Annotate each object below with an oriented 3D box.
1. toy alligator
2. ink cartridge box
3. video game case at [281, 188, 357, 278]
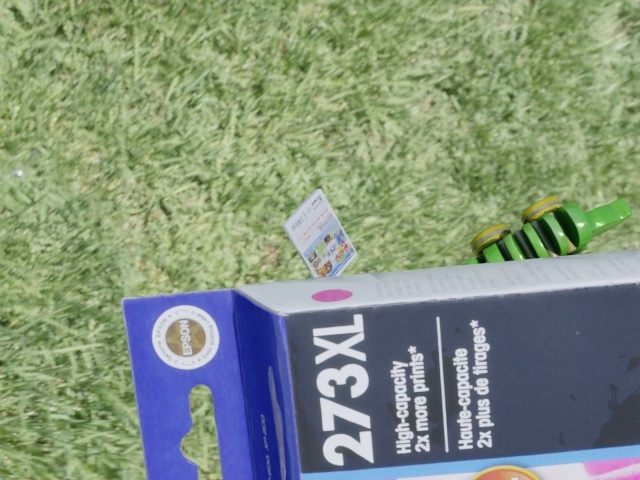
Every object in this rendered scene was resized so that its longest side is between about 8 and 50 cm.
[{"bbox_3d":[0.113,0.020,0.641,0.189,0.051,0.056,-29,68,7],"label":"toy alligator"},{"bbox_3d":[0.088,0.101,0.510,0.370,0.069,0.176,-5,103,3],"label":"ink cartridge box"},{"bbox_3d":[0.000,0.000,1.431,0.087,0.011,0.122,-48,120,-33],"label":"video game case"}]
